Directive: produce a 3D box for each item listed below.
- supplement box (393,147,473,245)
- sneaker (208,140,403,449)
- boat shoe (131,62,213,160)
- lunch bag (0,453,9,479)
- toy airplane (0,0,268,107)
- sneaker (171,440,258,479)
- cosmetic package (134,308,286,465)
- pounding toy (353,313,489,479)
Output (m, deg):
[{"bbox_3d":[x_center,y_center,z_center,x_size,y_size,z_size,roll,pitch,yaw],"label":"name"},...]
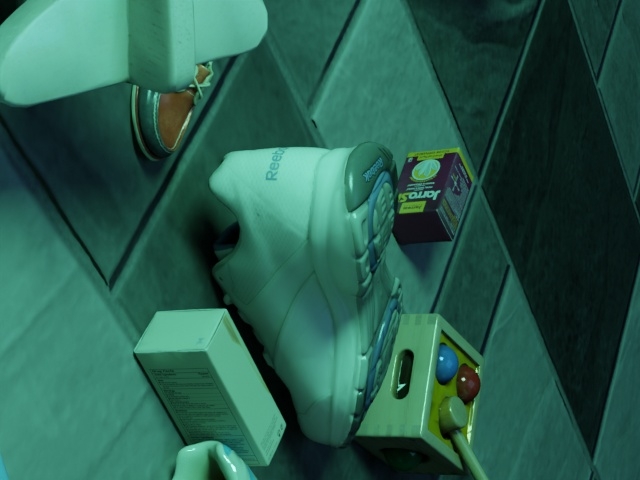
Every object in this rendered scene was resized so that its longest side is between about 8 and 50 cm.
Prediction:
[{"bbox_3d":[0.100,-0.040,1.365,0.043,0.055,0.083,60,38,-38],"label":"supplement box"},{"bbox_3d":[-0.010,0.037,1.103,0.111,0.129,0.297,-65,160,-45],"label":"sneaker"},{"bbox_3d":[-0.094,-0.119,1.022,0.049,0.043,0.137,43,52,-55],"label":"boat shoe"},{"bbox_3d":[-0.271,0.129,0.577,0.293,0.138,0.221,-46,139,-42],"label":"lunch bag"},{"bbox_3d":[-0.126,-0.267,0.798,0.384,0.272,0.386,-48,152,-2],"label":"toy airplane"},{"bbox_3d":[-0.098,0.224,0.951,0.092,0.087,0.229,65,28,-23],"label":"sneaker"},{"bbox_3d":[-0.074,0.101,1.022,0.115,0.060,0.041,67,33,-35],"label":"cosmetic package"},{"bbox_3d":[0.099,0.152,1.297,0.130,0.100,0.141,43,51,-52],"label":"pounding toy"}]
